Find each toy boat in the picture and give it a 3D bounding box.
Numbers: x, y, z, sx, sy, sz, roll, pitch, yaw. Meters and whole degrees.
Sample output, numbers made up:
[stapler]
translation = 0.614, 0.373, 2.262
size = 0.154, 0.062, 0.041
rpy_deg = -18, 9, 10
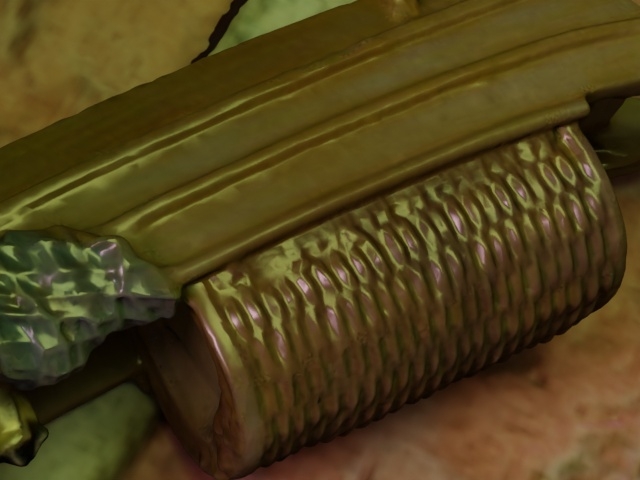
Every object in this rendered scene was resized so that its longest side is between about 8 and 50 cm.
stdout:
[toy boat]
translation = 0.000, 0.000, 0.582
size = 0.310, 0.089, 0.115
rpy_deg = -24, 72, -27
